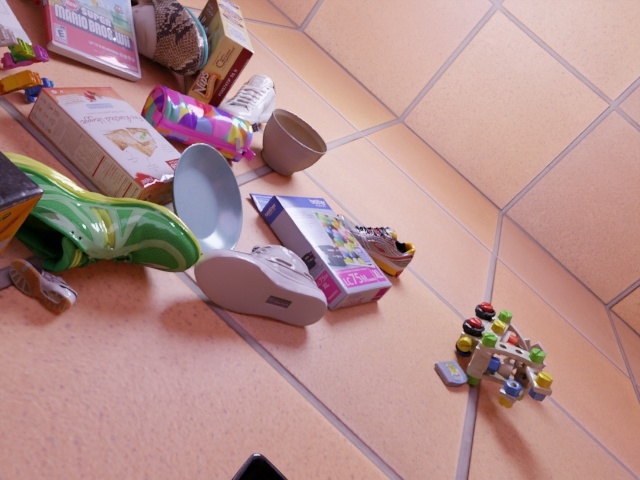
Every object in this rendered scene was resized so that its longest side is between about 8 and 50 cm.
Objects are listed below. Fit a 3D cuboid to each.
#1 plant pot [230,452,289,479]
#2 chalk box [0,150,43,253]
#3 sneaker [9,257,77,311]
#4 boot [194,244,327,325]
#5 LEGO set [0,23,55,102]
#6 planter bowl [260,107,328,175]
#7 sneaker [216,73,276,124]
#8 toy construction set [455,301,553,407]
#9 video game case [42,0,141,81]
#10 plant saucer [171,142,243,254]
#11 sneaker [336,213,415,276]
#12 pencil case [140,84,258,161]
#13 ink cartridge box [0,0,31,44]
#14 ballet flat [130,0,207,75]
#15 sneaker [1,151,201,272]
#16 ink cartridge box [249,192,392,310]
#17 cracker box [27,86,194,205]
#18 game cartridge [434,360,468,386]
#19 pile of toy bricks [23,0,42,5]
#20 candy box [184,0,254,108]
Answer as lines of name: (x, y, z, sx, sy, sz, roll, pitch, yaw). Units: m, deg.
plant pot: (-0.070, 0.321, 0.414, 0.188, 0.167, 0.187, 44, 25, 5)
chalk box: (-0.438, -0.061, 0.467, 0.289, 0.179, 0.180, 44, 26, -5)
sneaker: (-0.327, 0.051, 0.649, 0.083, 0.032, 0.037, 43, 11, -8)
boot: (-0.104, 0.053, 0.897, 0.258, 0.095, 0.123, 30, 20, -40)
LEGO set: (-0.484, -0.257, 0.844, 0.227, 0.093, 0.087, -143, -145, -75)
planter bowl: (-0.078, -0.228, 1.335, 0.162, 0.109, 0.162, 33, 27, -19)
sneaker: (-0.181, -0.347, 1.342, 0.105, 0.123, 0.290, 17, 22, 5)
toy construction set: (0.420, 0.249, 1.228, 0.214, 0.151, 0.327, 24, 10, 24)
video game case: (-0.478, -0.489, 1.135, 0.204, 0.025, 0.286, 7, 67, -56)
plant saucer: (-0.197, -0.063, 0.921, 0.195, 0.037, 0.195, -8, 90, -66)
sneaker: (0.127, -0.006, 1.289, 0.225, 0.093, 0.088, 28, 28, -24)
pencil case: (-0.245, -0.236, 1.131, 0.236, 0.104, 0.104, 14, 37, -42)
ink cartridge box: (-0.686, -0.431, 0.848, 0.385, 0.091, 0.308, 52, 28, 16)
ballet flat: (-0.419, -0.538, 1.340, 0.181, 0.164, 0.483, -4, 41, -27)
sneaker: (-0.300, -0.003, 0.706, 0.295, 0.109, 0.124, 21, 47, -31)
ink cartridge box: (0.000, 0.000, 1.145, 0.311, 0.065, 0.185, 51, 27, 22)
cracker box: (-0.336, -0.156, 0.912, 0.232, 0.067, 0.155, 44, 26, 4)
game cartridge: (0.274, 0.277, 1.138, 0.083, 0.017, 0.056, 9, 44, -48)
pile of toy bricks: (-0.609, -0.546, 1.136, 0.105, 0.118, 0.212, -32, 91, -35)
candy box: (-0.269, -0.485, 1.389, 0.087, 0.183, 0.317, 25, 30, -32)
